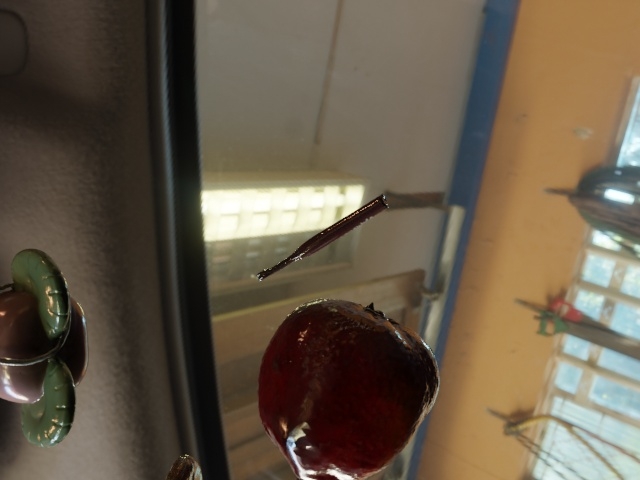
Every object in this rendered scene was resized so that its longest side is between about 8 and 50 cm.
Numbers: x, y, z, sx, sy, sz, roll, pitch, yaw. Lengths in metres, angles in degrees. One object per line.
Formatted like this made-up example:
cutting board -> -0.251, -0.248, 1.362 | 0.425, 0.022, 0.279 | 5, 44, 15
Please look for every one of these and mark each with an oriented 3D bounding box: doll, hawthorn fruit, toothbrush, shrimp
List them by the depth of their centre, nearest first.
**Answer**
doll -> -0.450, 0.158, 1.162 | 0.216, 0.268, 0.284 | -5, -91, -46
hawthorn fruit -> 0.022, 0.240, 1.211 | 0.265, 0.265, 0.307 | 20, -84, -56
shrimp -> -0.257, 0.496, 1.377 | 0.168, 0.077, 0.317 | -66, -10, -51
toothbrush -> 0.001, 0.001, 1.838 | 0.364, 0.041, 0.041 | -32, -29, 19
